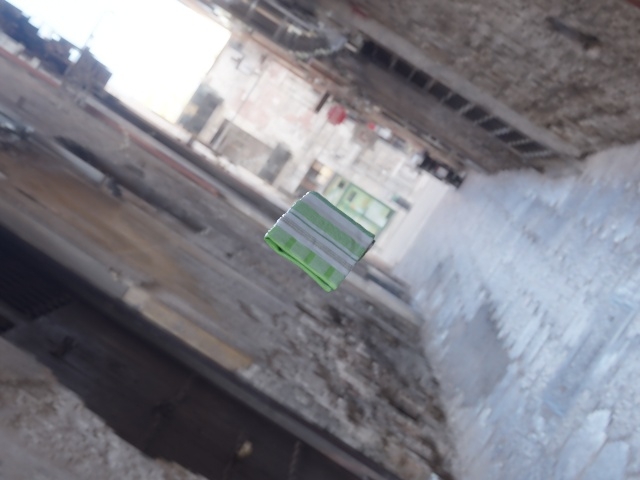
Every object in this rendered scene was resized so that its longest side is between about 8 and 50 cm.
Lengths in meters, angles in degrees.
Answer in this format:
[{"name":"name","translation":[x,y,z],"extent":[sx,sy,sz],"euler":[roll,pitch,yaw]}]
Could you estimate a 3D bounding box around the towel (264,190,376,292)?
[{"name":"towel","translation":[0.000,0.000,1.251],"extent":[0.023,0.113,0.152],"euler":[-56,-5,34]}]
